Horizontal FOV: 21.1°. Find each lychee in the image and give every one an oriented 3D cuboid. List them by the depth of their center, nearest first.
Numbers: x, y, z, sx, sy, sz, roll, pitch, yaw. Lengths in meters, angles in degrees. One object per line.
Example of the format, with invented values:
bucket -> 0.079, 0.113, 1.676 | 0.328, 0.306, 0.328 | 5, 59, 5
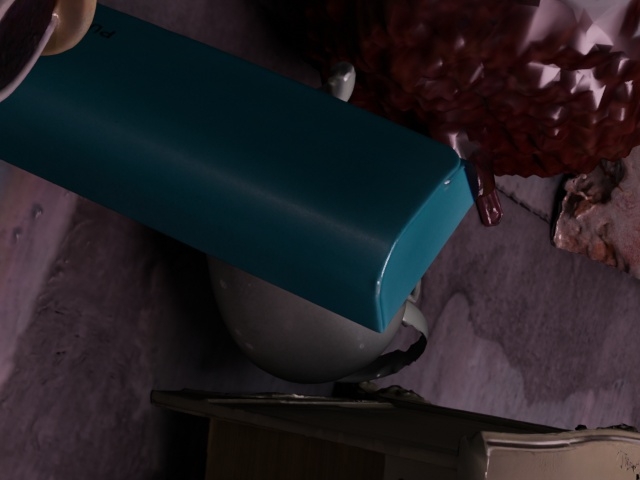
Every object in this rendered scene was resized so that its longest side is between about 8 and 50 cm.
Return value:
lychee -> 0.123, -0.188, 1.188 | 0.306, 0.306, 0.330 | 23, 76, -44

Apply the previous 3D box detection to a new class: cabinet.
cabinet -> 0.053, 0.249, 1.153 | 0.227, 0.318, 0.289 | 4, 90, -44

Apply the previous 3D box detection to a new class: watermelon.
watermelon -> 0.317, -0.117, 1.481 | 0.180, 0.224, 0.305 | 13, 97, -8

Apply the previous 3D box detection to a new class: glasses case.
glasses case -> -0.065, -0.060, 1.020 | 0.117, 0.301, 0.070 | -54, 153, -29

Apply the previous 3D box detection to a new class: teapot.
teapot -> 0.000, 0.000, 1.169 | 0.294, 0.130, 0.193 | 66, 19, -44

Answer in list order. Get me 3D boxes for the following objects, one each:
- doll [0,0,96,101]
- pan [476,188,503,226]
doll -> -0.243, -0.099, 0.943 | 0.208, 0.144, 0.271 | 25, 84, -55
pan -> 0.118, -0.101, 1.380 | 0.115, 0.040, 0.212 | -36, 118, -31
